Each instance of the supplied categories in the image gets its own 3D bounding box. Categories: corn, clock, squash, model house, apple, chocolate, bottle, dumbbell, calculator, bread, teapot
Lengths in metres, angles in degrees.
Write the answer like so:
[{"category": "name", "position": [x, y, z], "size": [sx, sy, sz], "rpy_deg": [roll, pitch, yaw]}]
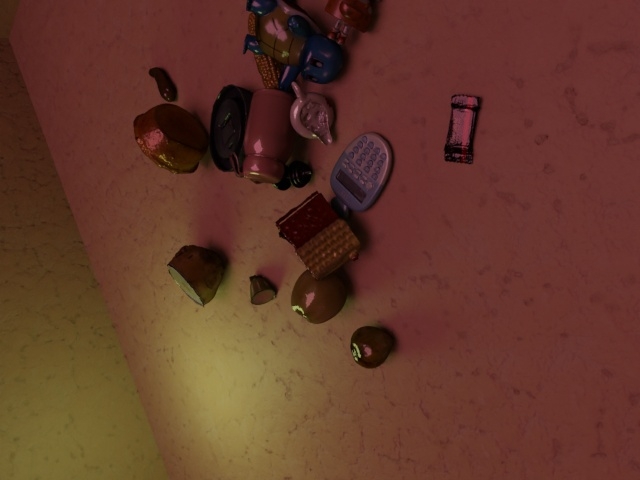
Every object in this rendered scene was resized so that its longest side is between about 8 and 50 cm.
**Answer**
[{"category": "corn", "position": [-0.183, -0.647, 1.704], "size": [0.101, 0.101, 0.313], "rpy_deg": [-24, 81, 43]}, {"category": "clock", "position": [-0.333, -0.422, 1.862], "size": [0.325, 0.067, 0.326], "rpy_deg": [2, 92, 54]}, {"category": "squash", "position": [-0.250, 0.181, 1.985], "size": [0.105, 0.105, 0.132], "rpy_deg": [-57, 44, 35]}, {"category": "model house", "position": [0.000, 0.000, 1.599], "size": [0.196, 0.160, 0.254], "rpy_deg": [-38, 65, -5]}, {"category": "apple", "position": [-0.003, 0.187, 1.681], "size": [0.199, 0.200, 0.200], "rpy_deg": [12, 108, 40]}, {"category": "chocolate", "position": [0.381, -0.299, 1.321], "size": [0.085, 0.028, 0.183], "rpy_deg": [12, 110, 32]}, {"category": "bottle", "position": [-0.188, -0.345, 1.652], "size": [0.173, 0.206, 0.297], "rpy_deg": [166, 115, -77]}, {"category": "dumbbell", "position": [-0.108, -0.229, 1.734], "size": [0.208, 0.099, 0.099], "rpy_deg": [-3, 98, 42]}, {"category": "calculator", "position": [0.122, -0.203, 1.570], "size": [0.188, 0.042, 0.303], "rpy_deg": [47, 127, 22]}, {"category": "bread", "position": [-0.607, -0.423, 2.017], "size": [0.172, 0.312, 0.312], "rpy_deg": [-36, 75, 27]}, {"category": "teapot", "position": [-0.034, -0.415, 1.592], "size": [0.226, 0.145, 0.092], "rpy_deg": [54, 178, -27]}]

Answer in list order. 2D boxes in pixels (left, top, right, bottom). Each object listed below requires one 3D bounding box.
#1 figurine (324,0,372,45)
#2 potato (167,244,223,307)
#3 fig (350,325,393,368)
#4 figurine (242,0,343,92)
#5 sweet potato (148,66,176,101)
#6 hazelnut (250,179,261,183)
[{"category": "figurine", "position": [0.105, -0.704, 1.415], "size": [0.143, 0.143, 0.272], "rpy_deg": [31, 100, 33]}, {"category": "potato", "position": [-0.531, 0.144, 2.166], "size": [0.246, 0.196, 0.300], "rpy_deg": [45, 156, 9]}, {"category": "fig", "position": [0.162, 0.352, 1.614], "size": [0.152, 0.120, 0.136], "rpy_deg": [-8, 99, 43]}, {"category": "figurine", "position": [-0.118, -0.645, 1.553], "size": [0.417, 0.242, 0.298], "rpy_deg": [55, 148, 18]}, {"category": "sweet potato", "position": [-0.713, -0.712, 2.195], "size": [0.233, 0.062, 0.081], "rpy_deg": [55, 132, 22]}, {"category": "hazelnut", "position": [-0.239, -0.257, 1.867], "size": [0.086, 0.086, 0.087], "rpy_deg": [12, 108, 40]}]
